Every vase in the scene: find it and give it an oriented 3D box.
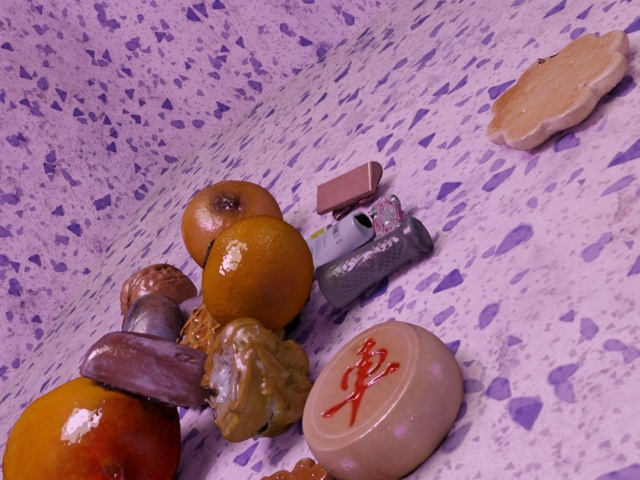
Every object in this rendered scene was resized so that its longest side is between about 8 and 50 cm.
[{"bbox_3d":[0.103,0.038,1.464,0.219,0.096,0.096,-32,24,24],"label":"vase"}]

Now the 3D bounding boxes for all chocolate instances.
[{"bbox_3d":[-0.310,0.225,1.454,0.161,0.261,0.083,-64,-11,-72],"label":"chocolate"}]

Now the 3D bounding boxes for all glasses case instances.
[{"bbox_3d":[0.077,-0.103,1.837,0.193,0.070,0.102,-22,58,43],"label":"glasses case"}]

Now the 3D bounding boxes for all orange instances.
[{"bbox_3d":[-0.119,0.065,1.482,0.236,0.236,0.236,-38,21,18],"label":"orange"}]

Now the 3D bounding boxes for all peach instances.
[{"bbox_3d":[-0.428,0.406,1.483,0.373,0.290,0.372,-26,-8,-4],"label":"peach"}]

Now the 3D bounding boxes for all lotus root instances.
[{"bbox_3d":[-0.421,0.277,1.856,0.158,0.140,0.322,-23,47,35],"label":"lotus root"}]

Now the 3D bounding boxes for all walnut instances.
[{"bbox_3d":[-0.437,0.161,2.121,0.213,0.213,0.213,-38,21,18],"label":"walnut"}]

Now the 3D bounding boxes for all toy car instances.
[{"bbox_3d":[0.142,-0.036,1.579,0.069,0.055,0.142,-37,36,24],"label":"toy car"}]

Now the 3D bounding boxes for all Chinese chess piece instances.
[{"bbox_3d":[0.085,0.230,1.119,0.251,0.097,0.251,-39,22,19],"label":"Chinese chess piece"}]

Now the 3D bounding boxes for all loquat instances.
[{"bbox_3d":[-0.222,-0.032,1.980,0.263,0.263,0.263,-38,21,18],"label":"loquat"}]

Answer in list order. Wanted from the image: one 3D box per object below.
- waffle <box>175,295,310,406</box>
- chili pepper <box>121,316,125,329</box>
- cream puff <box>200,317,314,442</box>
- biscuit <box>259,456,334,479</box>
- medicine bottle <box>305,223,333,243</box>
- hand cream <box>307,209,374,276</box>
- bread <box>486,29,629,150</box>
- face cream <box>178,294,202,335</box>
[{"bbox_3d":[-0.190,0.189,1.694,0.382,0.095,0.379,-13,44,49],"label":"waffle"},{"bbox_3d":[-0.522,0.251,2.248,0.110,0.110,0.387,-37,27,22],"label":"chili pepper"},{"bbox_3d":[-0.099,0.236,1.354,0.195,0.195,0.221,-42,40,9],"label":"cream puff"},{"bbox_3d":[-0.049,0.393,1.168,0.184,0.027,0.133,-35,23,30],"label":"biscuit"},{"bbox_3d":[0.000,0.000,1.791,0.083,0.047,0.047,-31,25,33],"label":"medicine bottle"},{"bbox_3d":[-0.012,0.032,1.730,0.321,0.067,0.109,-33,44,33],"label":"hand cream"},{"bbox_3d":[0.446,-0.281,1.461,0.316,0.054,0.316,-38,21,17],"label":"bread"},{"bbox_3d":[-0.265,0.170,1.934,0.314,0.089,0.143,-21,36,36],"label":"face cream"}]
